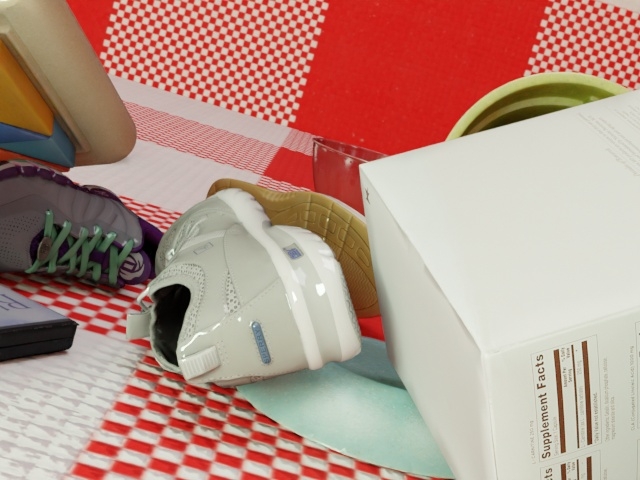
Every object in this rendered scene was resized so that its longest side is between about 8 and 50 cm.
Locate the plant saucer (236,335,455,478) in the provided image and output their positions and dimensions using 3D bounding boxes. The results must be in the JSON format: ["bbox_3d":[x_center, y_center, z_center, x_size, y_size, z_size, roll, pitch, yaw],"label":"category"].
[{"bbox_3d":[0.039,0.098,0.734,0.195,0.037,0.195,17,10,-3],"label":"plant saucer"}]

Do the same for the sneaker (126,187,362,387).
[{"bbox_3d":[-0.078,0.030,0.715,0.115,0.105,0.281,-18,8,-18],"label":"sneaker"}]

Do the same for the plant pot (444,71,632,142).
[{"bbox_3d":[0.239,-0.032,1.228,0.276,0.276,0.254,16,-1,-2],"label":"plant pot"}]

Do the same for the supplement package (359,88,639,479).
[{"bbox_3d":[0.152,0.036,0.604,0.203,0.149,0.194,-15,33,-8],"label":"supplement package"}]

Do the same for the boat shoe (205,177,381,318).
[{"bbox_3d":[0.000,0.000,1.026,0.096,0.098,0.277,7,13,-41],"label":"boat shoe"}]

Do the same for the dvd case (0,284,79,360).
[{"bbox_3d":[-0.296,0.020,0.653,0.253,0.022,0.180,22,11,26],"label":"dvd case"}]

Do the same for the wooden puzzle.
[{"bbox_3d":[-0.273,-0.094,0.790,0.239,0.044,0.221,-9,-25,4],"label":"wooden puzzle"}]

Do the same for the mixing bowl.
[{"bbox_3d":[0.063,-0.068,1.498,0.181,0.098,0.181,15,10,-3],"label":"mixing bowl"}]

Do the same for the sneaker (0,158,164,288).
[{"bbox_3d":[-0.178,-0.004,0.809,0.098,0.083,0.224,26,10,17],"label":"sneaker"}]
